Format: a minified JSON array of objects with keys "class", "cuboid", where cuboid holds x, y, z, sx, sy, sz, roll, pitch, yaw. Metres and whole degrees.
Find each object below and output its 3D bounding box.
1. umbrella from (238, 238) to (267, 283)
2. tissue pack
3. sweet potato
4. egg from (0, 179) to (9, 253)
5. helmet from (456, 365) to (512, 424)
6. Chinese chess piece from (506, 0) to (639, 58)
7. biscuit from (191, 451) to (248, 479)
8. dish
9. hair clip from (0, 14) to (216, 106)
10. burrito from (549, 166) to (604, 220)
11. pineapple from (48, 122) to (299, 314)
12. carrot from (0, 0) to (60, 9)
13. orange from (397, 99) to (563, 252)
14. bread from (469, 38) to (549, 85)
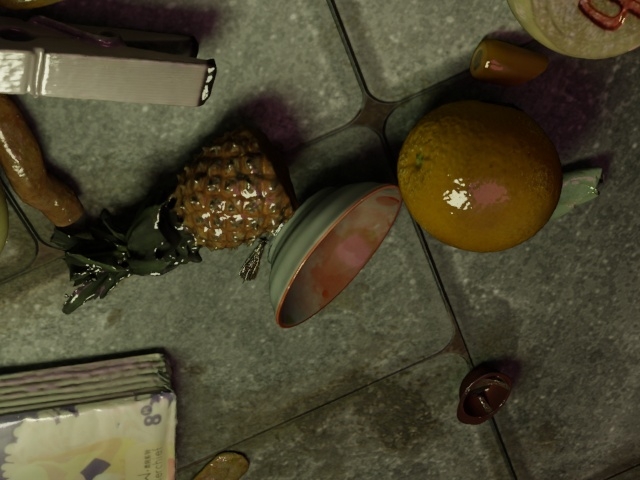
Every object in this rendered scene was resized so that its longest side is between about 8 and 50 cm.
[{"class":"umbrella","cuboid":[-0.098,0.032,1.984,0.031,0.020,0.083,10,117,-26]},{"class":"tissue pack","cuboid":[-0.386,0.305,2.026,0.343,0.125,0.242,-6,128,-15]},{"class":"sweet potato","cuboid":[-0.396,-0.124,1.732,0.067,0.059,0.281,-54,136,-28]},{"class":"egg","cuboid":[-0.481,-0.039,1.709,0.164,0.164,0.202,-16,128,-7]},{"class":"helmet","cuboid":[0.262,0.248,2.246,0.089,0.057,0.111,21,113,-34]},{"class":"Chinese chess piece","cuboid":[0.370,-0.372,1.772,0.270,0.112,0.270,-10,129,-13]},{"class":"biscuit","cuboid":[-0.179,0.404,2.242,0.071,0.018,0.147,30,112,-33]},{"class":"dish","cuboid":[0.000,0.000,1.909,0.260,0.085,0.260,-44,163,-18]},{"class":"hair clip","cuboid":[-0.299,-0.224,1.656,0.330,0.101,0.085,4,130,-24]},{"class":"burrito","cuboid":[0.378,-0.075,2.045,0.118,0.044,0.074,-22,132,1]},{"class":"pineapple","cuboid":[-0.209,-0.014,1.820,0.364,0.165,0.165,-29,130,6]},{"class":"carrot","cuboid":[-0.274,-0.318,1.626,0.298,0.078,0.078,-14,130,-3]},{"class":"orange","cuboid":[0.222,-0.089,1.868,0.236,0.236,0.236,-9,129,-12]},{"class":"bread","cuboid":[0.262,-0.241,1.874,0.103,0.049,0.062,12,122,-24]}]
